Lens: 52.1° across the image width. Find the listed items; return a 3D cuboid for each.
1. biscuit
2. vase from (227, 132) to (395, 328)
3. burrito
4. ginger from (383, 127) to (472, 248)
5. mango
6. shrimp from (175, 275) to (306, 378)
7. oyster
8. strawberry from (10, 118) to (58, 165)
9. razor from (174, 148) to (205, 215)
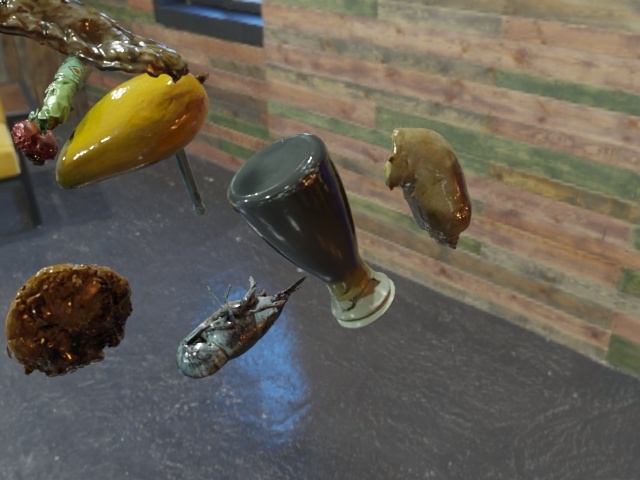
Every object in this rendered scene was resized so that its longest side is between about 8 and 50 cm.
[{"bbox_3d":[-0.595,0.197,1.592,0.081,0.290,0.334,18,15,35],"label":"biscuit"},{"bbox_3d":[0.000,0.000,1.071,0.173,0.321,0.173,-23,33,16],"label":"vase"},{"bbox_3d":[-0.467,-0.263,1.188,0.054,0.104,0.288,25,31,-21],"label":"burrito"},{"bbox_3d":[0.212,-0.107,1.265,0.152,0.267,0.138,-40,14,-5],"label":"ginger"},{"bbox_3d":[-0.318,-0.193,1.121,0.316,0.119,0.176,-34,56,-4],"label":"mango"},{"bbox_3d":[-0.191,0.173,1.540,0.137,0.172,0.372,29,62,29],"label":"shrimp"},{"bbox_3d":[-0.343,-0.284,0.881,0.345,0.079,0.129,13,31,-23],"label":"oyster"},{"bbox_3d":[-0.598,-0.221,1.392,0.048,0.104,0.152,-31,39,24],"label":"strawberry"},{"bbox_3d":[-0.283,-0.147,1.378,0.106,0.232,0.068,16,50,24],"label":"razor"}]
